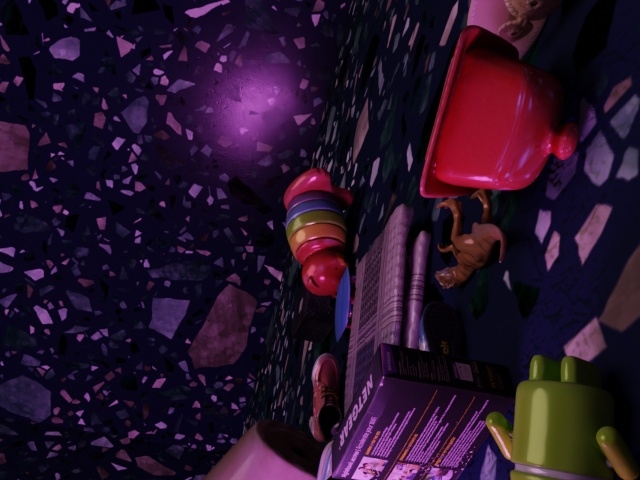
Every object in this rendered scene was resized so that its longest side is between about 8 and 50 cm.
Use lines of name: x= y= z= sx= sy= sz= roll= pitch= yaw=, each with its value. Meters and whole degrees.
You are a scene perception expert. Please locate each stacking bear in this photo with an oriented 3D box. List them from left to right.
stacking bear: x=0.000 y=0.000 z=1.471 sx=0.164 sy=0.175 sz=0.289 roll=-27 pitch=51 yaw=24

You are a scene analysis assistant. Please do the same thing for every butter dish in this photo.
butter dish: x=0.184 y=-0.106 z=0.574 sx=0.159 sy=0.118 sz=0.160 roll=-10 pitch=-63 yaw=-55

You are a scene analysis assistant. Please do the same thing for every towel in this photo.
towel: x=0.103 y=0.137 z=0.993 sx=0.312 sy=0.056 sz=0.325 roll=114 pitch=163 yaw=-67

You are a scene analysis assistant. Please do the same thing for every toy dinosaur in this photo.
toy dinosaur: x=0.178 y=-0.003 z=0.674 sx=0.211 sy=0.064 sz=0.112 roll=99 pitch=162 yaw=-71

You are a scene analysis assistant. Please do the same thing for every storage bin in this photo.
storage bin: x=-0.013 y=0.175 z=1.541 sx=0.180 sy=0.084 sz=0.122 roll=114 pitch=165 yaw=-58

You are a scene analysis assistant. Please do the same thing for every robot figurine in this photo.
robot figurine: x=0.171 y=0.141 z=0.428 sx=0.101 sy=0.067 sz=0.115 roll=-9 pitch=65 yaw=49

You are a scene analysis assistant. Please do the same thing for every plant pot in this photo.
plant pot: x=-0.101 y=0.488 z=1.067 sx=0.281 sy=0.323 sz=0.323 roll=-62 pitch=9 yaw=2

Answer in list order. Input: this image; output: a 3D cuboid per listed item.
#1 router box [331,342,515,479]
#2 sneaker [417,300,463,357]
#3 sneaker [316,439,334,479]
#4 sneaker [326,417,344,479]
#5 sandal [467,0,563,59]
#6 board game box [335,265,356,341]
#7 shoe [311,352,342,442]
router box: x=0.098 y=0.189 z=0.622 sx=0.046 sy=0.133 sz=0.179 roll=-90 pitch=15 yaw=-52
sneaker: x=0.137 y=0.139 z=0.713 sx=0.059 sy=0.053 sz=0.144 roll=110 pitch=170 yaw=-51
sneaker: x=0.030 y=0.409 z=0.917 sx=0.092 sy=0.087 sz=0.229 roll=119 pitch=160 yaw=-56
sneaker: x=0.047 y=0.354 z=0.739 sx=0.109 sy=0.130 sz=0.287 roll=130 pitch=150 yaw=-68
sandal: x=0.223 y=-0.280 z=0.620 sx=0.079 sy=0.088 sz=0.240 roll=-80 pitch=12 yaw=-60
board game box: x=0.061 y=0.139 z=1.288 sx=0.169 sy=0.033 sz=0.133 roll=107 pitch=167 yaw=-60
shoe: x=0.017 y=0.318 z=1.224 sx=0.081 sy=0.063 sz=0.178 roll=134 pitch=142 yaw=-72
